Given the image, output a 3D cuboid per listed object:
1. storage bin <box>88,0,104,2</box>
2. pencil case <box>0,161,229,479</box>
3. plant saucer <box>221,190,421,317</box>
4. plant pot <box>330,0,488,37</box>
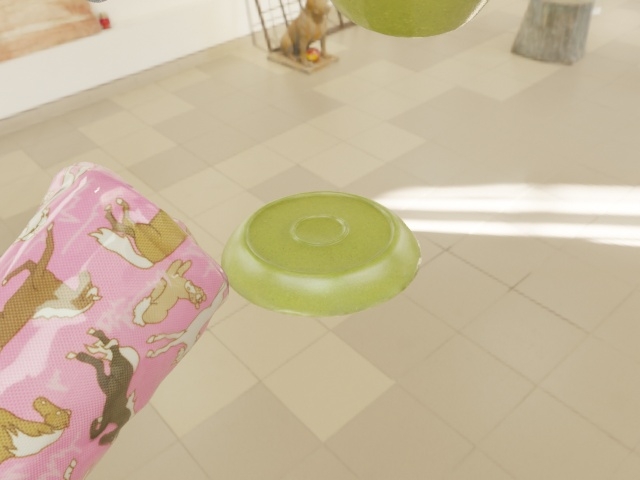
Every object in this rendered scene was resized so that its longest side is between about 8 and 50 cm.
[{"bbox_3d":[-0.170,-0.229,0.409,0.135,0.098,0.091,30,35,-3],"label":"storage bin"},{"bbox_3d":[-0.220,0.133,0.384,0.160,0.167,0.386,24,64,18],"label":"pencil case"},{"bbox_3d":[0.000,0.000,0.720,0.241,0.037,0.241,-1,34,1],"label":"plant saucer"},{"bbox_3d":[0.071,-0.289,0.377,0.275,0.293,0.275,1,60,-1],"label":"plant pot"}]
